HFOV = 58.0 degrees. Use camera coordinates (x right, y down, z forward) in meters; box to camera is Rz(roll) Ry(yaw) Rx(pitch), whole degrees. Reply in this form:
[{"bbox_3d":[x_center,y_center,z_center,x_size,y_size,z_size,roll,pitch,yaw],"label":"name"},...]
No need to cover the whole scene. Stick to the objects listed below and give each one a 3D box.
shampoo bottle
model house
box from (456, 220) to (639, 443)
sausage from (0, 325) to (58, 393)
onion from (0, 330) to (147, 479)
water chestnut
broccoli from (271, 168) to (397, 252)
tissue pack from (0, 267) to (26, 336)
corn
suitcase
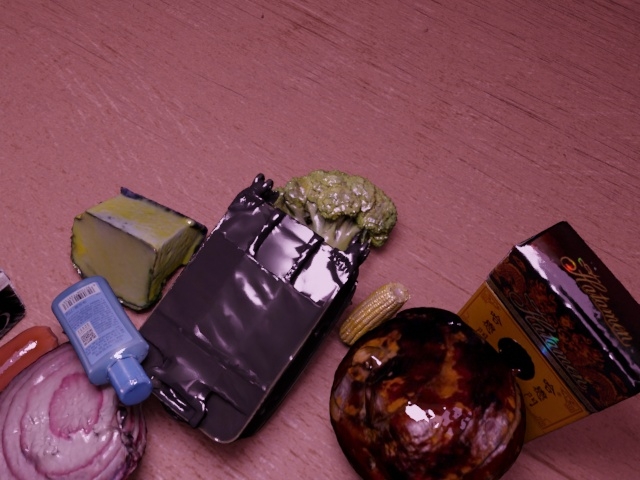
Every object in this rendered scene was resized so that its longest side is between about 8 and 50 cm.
[{"bbox_3d":[-0.351,0.163,0.944,0.104,0.061,0.258,-33,50,-19],"label":"shampoo bottle"},{"bbox_3d":[-0.358,-0.002,1.163,0.194,0.170,0.211,23,32,11],"label":"model house"},{"bbox_3d":[0.370,0.181,0.994,0.115,0.415,0.264,-24,68,-20],"label":"box"},{"bbox_3d":[-0.556,0.226,1.022,0.077,0.077,0.194,43,65,14],"label":"sausage"},{"bbox_3d":[-0.418,0.322,0.959,0.280,0.146,0.314,-28,52,1],"label":"onion"},{"bbox_3d":[0.191,0.310,0.990,0.335,0.347,0.335,-22,28,12],"label":"water chestnut"},{"bbox_3d":[-0.003,-0.035,1.188,0.254,0.186,0.302,42,58,6],"label":"broccoli"},{"bbox_3d":[-0.713,0.163,0.949,0.210,0.198,0.370,35,58,5],"label":"tissue pack"},{"bbox_3d":[0.102,0.142,1.114,0.085,0.165,0.063,8,46,-40],"label":"corn"},{"bbox_3d":[-0.132,0.127,1.032,0.283,0.194,0.434,33,81,13],"label":"suitcase"}]
